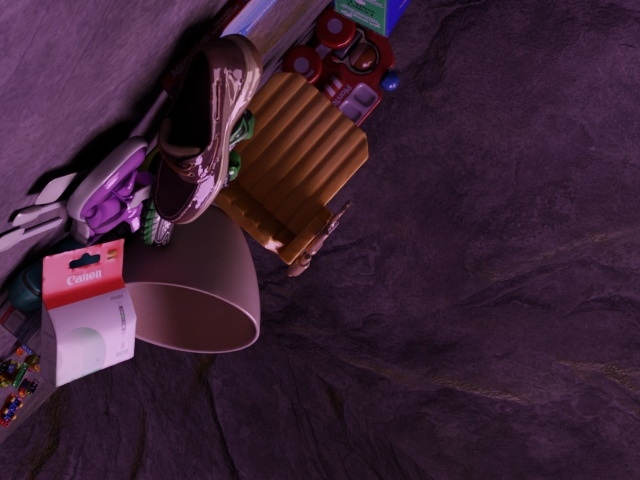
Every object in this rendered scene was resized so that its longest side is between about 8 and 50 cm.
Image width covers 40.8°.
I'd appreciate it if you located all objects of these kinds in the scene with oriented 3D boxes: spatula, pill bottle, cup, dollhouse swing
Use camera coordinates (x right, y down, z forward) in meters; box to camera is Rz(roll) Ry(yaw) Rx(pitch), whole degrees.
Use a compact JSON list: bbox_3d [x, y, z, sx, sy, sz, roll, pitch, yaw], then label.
[{"bbox_3d":[-0.403,-0.051,1.297,0.168,0.019,0.242,-49,-179,14],"label":"spatula"},{"bbox_3d":[-0.503,0.168,1.609,0.108,0.180,0.108,-48,-178,2],"label":"pill bottle"},{"bbox_3d":[-0.271,0.059,1.779,0.331,0.331,0.237,135,-31,-56],"label":"cup"},{"bbox_3d":[-0.083,-0.188,1.887,0.305,0.347,0.315,-47,-178,9],"label":"dollhouse swing"}]

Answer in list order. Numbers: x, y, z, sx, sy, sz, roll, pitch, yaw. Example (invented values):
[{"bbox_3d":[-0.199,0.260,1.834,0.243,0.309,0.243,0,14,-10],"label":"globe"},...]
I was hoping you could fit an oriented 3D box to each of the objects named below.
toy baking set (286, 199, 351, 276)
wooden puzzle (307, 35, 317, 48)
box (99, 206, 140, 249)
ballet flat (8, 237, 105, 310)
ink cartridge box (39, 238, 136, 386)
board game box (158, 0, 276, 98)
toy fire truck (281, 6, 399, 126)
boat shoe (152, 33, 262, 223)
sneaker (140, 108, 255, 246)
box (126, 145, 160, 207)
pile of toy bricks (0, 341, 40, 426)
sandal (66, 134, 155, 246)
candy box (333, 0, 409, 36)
[{"bbox_3d":[-0.004,0.004,1.917,0.197,0.030,0.256,-49,-178,-26],"label":"toy baking set"},{"bbox_3d":[0.001,-0.539,2.368,0.221,0.044,0.238,-48,-174,0],"label":"wooden puzzle"},{"bbox_3d":[-0.424,-0.013,1.893,0.293,0.073,0.295,-47,178,-36],"label":"box"},{"bbox_3d":[-0.478,0.059,1.553,0.087,0.083,0.247,-34,-176,25],"label":"ballet flat"},{"bbox_3d":[-0.402,0.124,1.510,0.181,0.056,0.225,-17,123,-53],"label":"ink cartridge box"},{"bbox_3d":[-0.145,-0.335,1.365,0.281,0.027,0.145,-48,180,-3],"label":"board game box"},{"bbox_3d":[0.057,-0.424,2.164,0.302,0.254,0.169,-48,180,0],"label":"toy fire truck"},{"bbox_3d":[-0.204,-0.159,1.324,0.123,0.123,0.342,-26,153,-52],"label":"boat shoe"},{"bbox_3d":[-0.228,-0.110,1.545,0.344,0.146,0.134,-55,-154,33],"label":"sneaker"},{"bbox_3d":[-0.337,-0.126,1.684,0.178,0.042,0.109,-49,-178,-13],"label":"box"},{"bbox_3d":[-0.720,0.315,1.977,0.105,0.118,0.212,-12,-138,35],"label":"pile of toy bricks"},{"bbox_3d":[-0.331,-0.065,1.435,0.169,0.102,0.416,-52,-173,-17],"label":"sandal"},{"bbox_3d":[0.129,-0.512,1.388,0.268,0.122,0.317,-58,172,-4],"label":"candy box"}]
